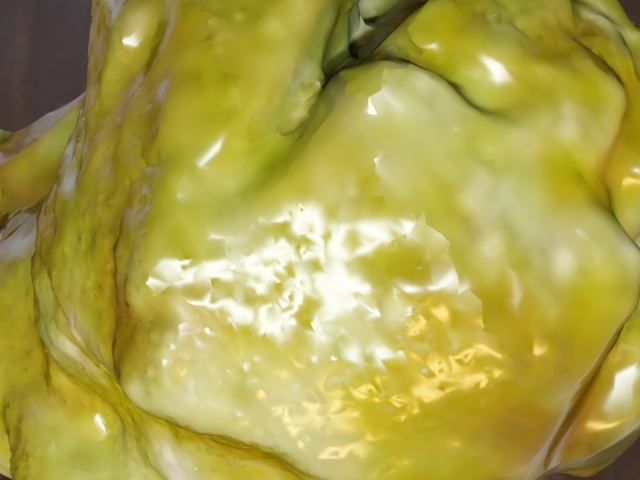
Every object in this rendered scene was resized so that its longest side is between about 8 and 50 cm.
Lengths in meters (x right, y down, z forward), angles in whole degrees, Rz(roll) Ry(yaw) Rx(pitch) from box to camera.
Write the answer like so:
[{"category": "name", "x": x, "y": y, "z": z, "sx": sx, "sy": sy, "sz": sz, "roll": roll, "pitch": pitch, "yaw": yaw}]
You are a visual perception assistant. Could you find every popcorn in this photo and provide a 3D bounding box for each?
[{"category": "popcorn", "x": 0.000, "y": 0.007, "z": 0.638, "sx": 0.276, "sy": 0.276, "sz": 0.225, "roll": -47, "pitch": 70, "yaw": 15}]
